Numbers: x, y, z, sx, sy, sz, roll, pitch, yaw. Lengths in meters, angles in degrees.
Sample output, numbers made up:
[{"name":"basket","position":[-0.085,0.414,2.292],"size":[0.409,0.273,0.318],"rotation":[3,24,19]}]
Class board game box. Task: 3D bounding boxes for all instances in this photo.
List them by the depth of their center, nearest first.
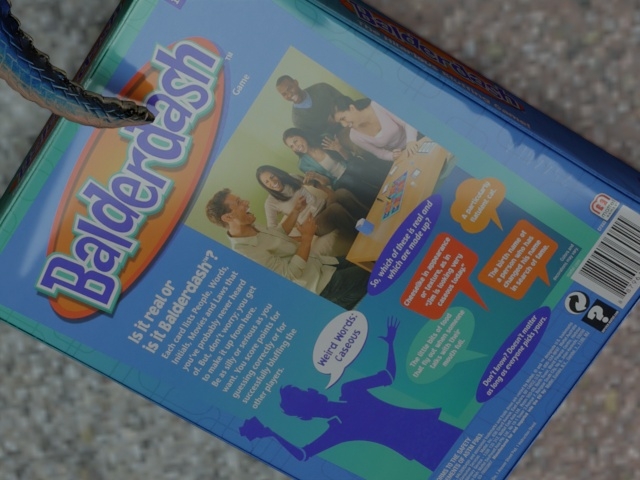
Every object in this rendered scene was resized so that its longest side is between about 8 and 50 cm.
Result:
[{"name":"board game box","position":[0.000,0.000,0.673],"size":[0.210,0.047,0.160],"rotation":[31,107,-13]}]

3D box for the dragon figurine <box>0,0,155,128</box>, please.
[{"name":"dragon figurine","position":[-0.127,-0.166,0.562],"size":[0.144,0.085,0.289],"rotation":[-41,92,20]}]
